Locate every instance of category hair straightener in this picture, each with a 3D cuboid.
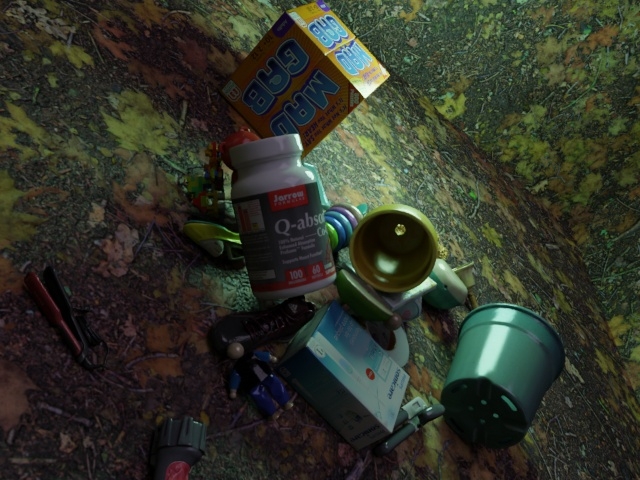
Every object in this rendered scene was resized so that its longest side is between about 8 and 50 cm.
[{"bbox_3d":[-0.456,0.145,1.127,0.230,0.047,0.089,53,33,4],"label":"hair straightener"}]

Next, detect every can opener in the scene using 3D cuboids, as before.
[{"bbox_3d":[0.226,0.478,1.580,0.280,0.093,0.074,-12,67,-49],"label":"can opener"}]

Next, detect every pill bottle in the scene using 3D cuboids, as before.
[{"bbox_3d":[-0.097,-0.057,1.428,0.210,0.210,0.362,-22,101,-56],"label":"pill bottle"}]

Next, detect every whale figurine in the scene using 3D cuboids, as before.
[{"bbox_3d":[0.420,0.157,2.132,0.216,0.141,0.272,50,8,0],"label":"whale figurine"}]

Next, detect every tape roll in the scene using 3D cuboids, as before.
[{"bbox_3d":[0.151,0.278,1.704,0.219,0.072,0.219,31,38,-27],"label":"tape roll"}]

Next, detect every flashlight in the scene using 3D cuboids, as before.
[{"bbox_3d":[-0.243,0.453,1.016,0.103,0.103,0.304,29,38,-27],"label":"flashlight"}]

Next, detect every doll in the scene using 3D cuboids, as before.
[{"bbox_3d":[-0.143,0.303,1.304,0.189,0.129,0.046,56,-12,-7],"label":"doll"}]

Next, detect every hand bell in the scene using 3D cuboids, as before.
[{"bbox_3d":[0.575,0.214,2.280,0.126,0.126,0.242,-18,83,-56],"label":"hand bell"}]

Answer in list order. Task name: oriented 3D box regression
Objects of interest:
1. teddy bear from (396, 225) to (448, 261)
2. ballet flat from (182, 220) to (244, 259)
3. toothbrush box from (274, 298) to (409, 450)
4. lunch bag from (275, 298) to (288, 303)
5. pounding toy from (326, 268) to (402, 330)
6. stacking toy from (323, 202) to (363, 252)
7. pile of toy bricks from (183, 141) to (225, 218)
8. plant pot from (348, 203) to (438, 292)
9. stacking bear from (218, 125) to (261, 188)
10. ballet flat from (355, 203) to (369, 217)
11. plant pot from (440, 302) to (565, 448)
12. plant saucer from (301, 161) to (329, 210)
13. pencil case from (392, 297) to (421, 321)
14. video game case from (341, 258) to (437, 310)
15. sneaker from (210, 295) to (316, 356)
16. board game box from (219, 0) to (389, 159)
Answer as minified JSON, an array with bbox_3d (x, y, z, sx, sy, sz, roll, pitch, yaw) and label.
[{"bbox_3d":[0.358,-0.029,2.236,0.338,0.113,0.245,33,34,-25],"label":"teddy bear"},{"bbox_3d":[-0.242,0.008,1.511,0.231,0.077,0.077,15,62,-45],"label":"ballet flat"},{"bbox_3d":[0.062,0.331,1.493,0.295,0.126,0.216,48,32,-6],"label":"toothbrush box"},{"bbox_3d":[-0.099,0.125,1.577,0.083,0.053,0.071,31,38,-40],"label":"lunch bag"},{"bbox_3d":[0.103,0.183,1.612,0.183,0.110,0.237,45,8,34],"label":"pounding toy"},{"bbox_3d":[0.000,0.000,1.772,0.141,0.141,0.330,52,39,3],"label":"stacking toy"},{"bbox_3d":[-0.309,-0.147,1.580,0.105,0.118,0.212,-3,64,-11],"label":"pile of toy bricks"},{"bbox_3d":[0.230,-0.001,1.808,0.254,0.254,0.239,47,22,-4],"label":"plant pot"},{"bbox_3d":[-0.165,-0.156,1.588,0.175,0.164,0.289,-40,122,-24],"label":"stacking bear"},{"bbox_3d":[0.129,-0.059,2.039,0.074,0.074,0.203,45,26,-7],"label":"ballet flat"},{"bbox_3d":[0.533,0.418,1.812,0.341,0.341,0.334,49,40,-1],"label":"plant pot"},{"bbox_3d":[-0.019,-0.187,2.029,0.067,0.018,0.192,13,46,-44],"label":"plant saucer"},{"bbox_3d":[0.273,0.139,1.958,0.124,0.113,0.273,27,36,-11],"label":"pencil case"},{"bbox_3d":[0.214,0.110,1.863,0.206,0.026,0.227,-21,48,-37],"label":"video game case"},{"bbox_3d":[-0.116,0.178,1.397,0.281,0.162,0.106,-7,62,-53],"label":"sneaker"},{"bbox_3d":[-0.045,-0.538,2.038,0.356,0.356,0.356,46,32,-7],"label":"board game box"}]
